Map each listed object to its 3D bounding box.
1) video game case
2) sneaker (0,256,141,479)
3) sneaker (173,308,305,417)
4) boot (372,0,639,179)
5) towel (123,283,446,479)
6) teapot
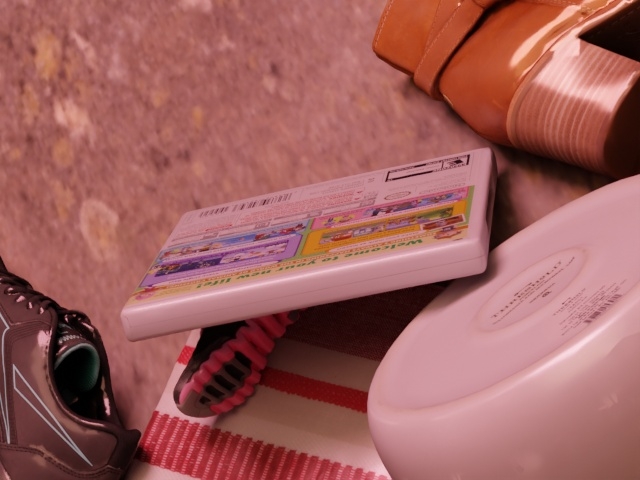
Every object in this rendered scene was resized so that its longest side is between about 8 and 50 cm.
[{"bbox_3d":[0.000,0.000,1.150,0.212,0.023,0.193,-11,16,11],"label":"video game case"},{"bbox_3d":[-0.193,0.070,1.247,0.106,0.101,0.267,-44,58,23],"label":"sneaker"},{"bbox_3d":[-0.057,0.058,1.182,0.057,0.047,0.119,21,65,41],"label":"sneaker"},{"bbox_3d":[0.181,-0.182,1.230,0.220,0.109,0.283,31,85,41],"label":"boot"},{"bbox_3d":[-0.017,0.167,1.144,0.237,0.037,0.329,12,68,32],"label":"towel"},{"bbox_3d":[0.166,0.094,1.007,0.256,0.187,0.252,-29,15,32],"label":"teapot"}]
